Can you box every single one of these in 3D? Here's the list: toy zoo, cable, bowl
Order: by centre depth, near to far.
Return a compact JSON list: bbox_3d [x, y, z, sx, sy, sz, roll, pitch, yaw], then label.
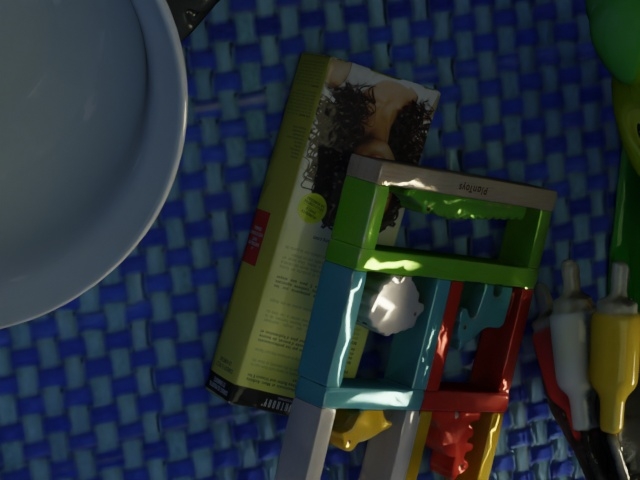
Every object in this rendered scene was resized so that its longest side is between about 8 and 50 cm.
[{"bbox_3d":[-0.219,-0.104,1.078,0.298,0.134,0.298,0,118,-1],"label":"bowl"},{"bbox_3d":[0.058,0.097,1.262,0.192,0.030,0.293,6,99,-48],"label":"toy zoo"},{"bbox_3d":[0.183,0.159,1.283,0.072,0.139,0.287,3,79,-23],"label":"cable"}]

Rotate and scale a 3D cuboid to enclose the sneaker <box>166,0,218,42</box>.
[{"bbox_3d":[-0.044,-0.239,1.111,0.341,0.125,0.139,-39,101,16],"label":"sneaker"}]

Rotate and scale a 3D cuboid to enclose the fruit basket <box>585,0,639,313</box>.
[{"bbox_3d":[0.306,-0.047,1.202,0.392,0.392,0.283,2,98,-23],"label":"fruit basket"}]

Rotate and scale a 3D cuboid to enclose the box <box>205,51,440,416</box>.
[{"bbox_3d":[0.000,0.000,1.252,0.087,0.058,0.232,14,93,-24],"label":"box"}]
